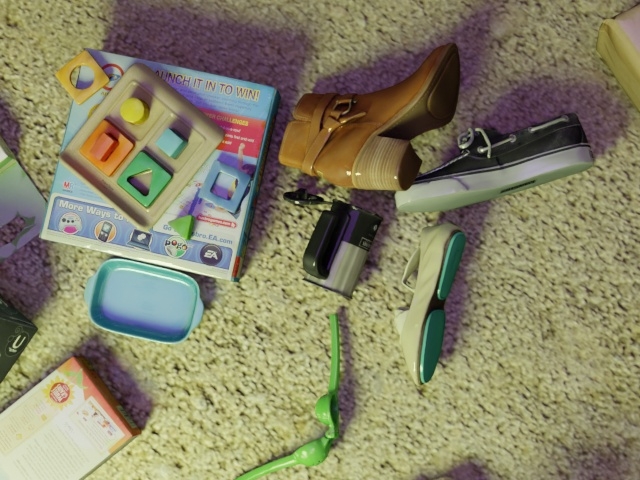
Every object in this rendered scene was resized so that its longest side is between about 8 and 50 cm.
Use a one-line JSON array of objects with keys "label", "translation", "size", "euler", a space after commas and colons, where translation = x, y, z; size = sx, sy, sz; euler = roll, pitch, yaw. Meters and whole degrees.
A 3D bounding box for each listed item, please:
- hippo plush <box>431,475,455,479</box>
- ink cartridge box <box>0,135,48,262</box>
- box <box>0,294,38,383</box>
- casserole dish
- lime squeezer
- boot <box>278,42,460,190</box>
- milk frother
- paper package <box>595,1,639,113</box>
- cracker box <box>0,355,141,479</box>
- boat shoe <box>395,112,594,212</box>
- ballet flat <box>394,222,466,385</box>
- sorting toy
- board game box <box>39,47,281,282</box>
[{"label": "hippo plush", "translation": [0.149, 0.490, 1.764], "size": [0.234, 0.236, 0.294], "euler": [16, 88, 5]}, {"label": "ink cartridge box", "translation": [-0.550, -0.081, 1.951], "size": [0.171, 0.056, 0.235], "euler": [-37, 83, 1]}, {"label": "box", "translation": [-0.585, 0.185, 1.867], "size": [0.165, 0.143, 0.270], "euler": [36, 92, 26]}, {"label": "casserole dish", "translation": [-0.271, 0.094, 1.925], "size": [0.188, 0.037, 0.114], "euler": [12, 87, 4]}, {"label": "lime squeezer", "translation": [-0.015, 0.270, 1.894], "size": [0.110, 0.059, 0.310], "euler": [31, 91, 36]}, {"label": "boot", "translation": [0.079, -0.198, 1.893], "size": [0.220, 0.109, 0.283], "euler": [12, 66, 31]}, {"label": "milk frother", "translation": [0.000, 0.000, 1.890], "size": [0.143, 0.129, 0.135], "euler": [19, 87, 49]}, {"label": "paper package", "translation": [0.620, -0.253, 1.812], "size": [0.309, 0.168, 0.325], "euler": [-32, 84, 2]}, {"label": "cracker box", "translation": [-0.415, 0.308, 1.907], "size": [0.232, 0.067, 0.156], "euler": [-38, 83, 0]}, {"label": "boat shoe", "translation": [0.252, -0.122, 1.861], "size": [0.306, 0.113, 0.105], "euler": [-16, 79, 1]}, {"label": "ballet flat", "translation": [0.155, 0.092, 1.878], "size": [0.086, 0.086, 0.248], "euler": [15, 86, 5]}, {"label": "sorting toy", "translation": [-0.270, -0.143, 1.847], "size": [0.347, 0.047, 0.196], "euler": [40, 90, 6]}, {"label": "board game box", "translation": [-0.243, -0.114, 1.911], "size": [0.308, 0.086, 0.302], "euler": [13, 87, 5]}]
